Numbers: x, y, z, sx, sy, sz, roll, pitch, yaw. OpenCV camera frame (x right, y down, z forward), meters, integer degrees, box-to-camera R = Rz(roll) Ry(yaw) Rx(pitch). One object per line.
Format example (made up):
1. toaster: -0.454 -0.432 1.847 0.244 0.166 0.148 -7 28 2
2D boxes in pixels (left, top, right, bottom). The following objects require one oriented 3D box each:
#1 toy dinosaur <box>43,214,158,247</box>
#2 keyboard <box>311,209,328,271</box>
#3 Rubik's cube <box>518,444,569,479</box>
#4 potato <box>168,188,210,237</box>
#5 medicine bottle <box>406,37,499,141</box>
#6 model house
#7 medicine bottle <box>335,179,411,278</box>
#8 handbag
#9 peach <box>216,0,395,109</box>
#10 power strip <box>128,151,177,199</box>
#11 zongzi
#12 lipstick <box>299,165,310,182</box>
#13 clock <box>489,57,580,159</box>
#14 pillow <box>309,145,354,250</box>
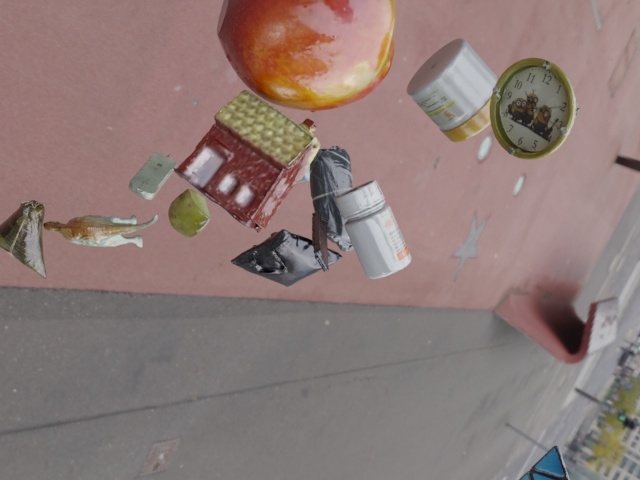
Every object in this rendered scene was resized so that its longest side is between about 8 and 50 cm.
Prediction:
1. toy dinosaur: -0.528 -0.027 1.479 0.205 0.393 0.092 4 91 -48
2. keyboard: -0.001 0.000 1.533 0.023 0.231 0.072 -21 117 11
3. Rubik's cube: 0.634 0.760 1.666 0.233 0.228 0.229 -39 -172 46
4. potato: -0.400 -0.062 1.733 0.081 0.120 0.149 25 112 -34
5. medicine bottle: 0.429 -0.469 1.848 0.232 0.238 0.238 41 76 -18
6. model house: -0.134 -0.172 1.196 0.254 0.196 0.160 -52 171 -4
7. medicine bottle: 0.144 -0.031 1.628 0.144 0.144 0.252 -34 102 -39
8. handbag: -0.100 0.052 1.643 0.211 0.254 0.088 27 52 -35
9. peach: -0.025 -0.446 1.227 0.388 0.388 0.388 -37 143 -35
10. power strip: -0.498 -0.199 1.761 0.029 0.080 0.227 -56 -170 38
11. zongzi: -0.755 -0.004 1.567 0.187 0.184 0.084 -34 -162 26
12. lipstick: -0.143 -0.215 2.004 0.061 0.274 0.068 58 47 -29
13. clock: 0.499 -0.305 1.368 0.057 0.237 0.237 -11 126 -30
14. pillow: 0.052 -0.130 1.835 0.161 0.092 0.335 -11 91 -32
